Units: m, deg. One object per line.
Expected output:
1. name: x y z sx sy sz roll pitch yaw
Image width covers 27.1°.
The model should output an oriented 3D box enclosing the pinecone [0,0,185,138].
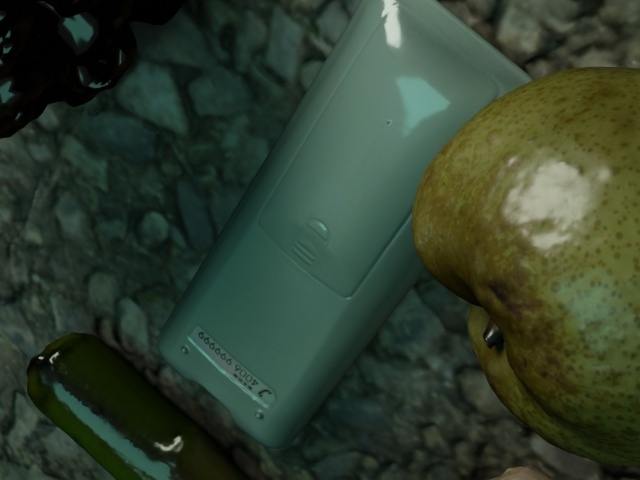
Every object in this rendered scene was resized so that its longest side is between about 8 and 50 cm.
1. pinecone: -0.183 -0.144 0.594 0.224 0.272 0.224 -8 70 24

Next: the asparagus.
1. asparagus: -0.068 0.161 0.814 0.277 0.060 0.067 43 110 7

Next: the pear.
1. pear: 0.122 0.013 0.544 0.167 0.136 0.167 57 170 16

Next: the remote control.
1. remote control: 0.000 0.000 0.688 0.103 0.051 0.293 40 130 8

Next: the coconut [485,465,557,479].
1. coconut: 0.091 0.267 0.620 0.309 0.297 0.298 23 125 18
